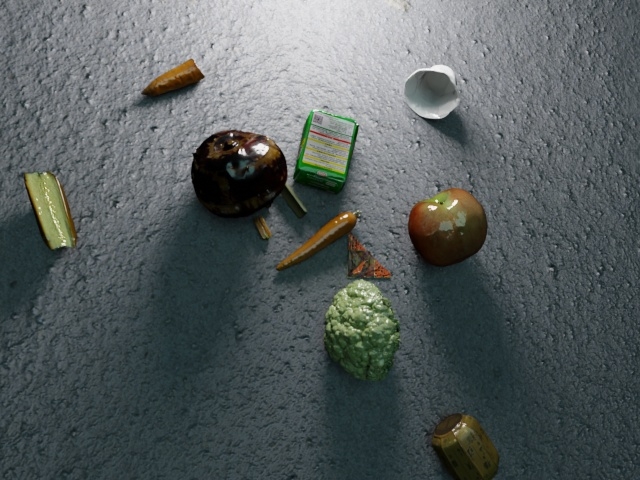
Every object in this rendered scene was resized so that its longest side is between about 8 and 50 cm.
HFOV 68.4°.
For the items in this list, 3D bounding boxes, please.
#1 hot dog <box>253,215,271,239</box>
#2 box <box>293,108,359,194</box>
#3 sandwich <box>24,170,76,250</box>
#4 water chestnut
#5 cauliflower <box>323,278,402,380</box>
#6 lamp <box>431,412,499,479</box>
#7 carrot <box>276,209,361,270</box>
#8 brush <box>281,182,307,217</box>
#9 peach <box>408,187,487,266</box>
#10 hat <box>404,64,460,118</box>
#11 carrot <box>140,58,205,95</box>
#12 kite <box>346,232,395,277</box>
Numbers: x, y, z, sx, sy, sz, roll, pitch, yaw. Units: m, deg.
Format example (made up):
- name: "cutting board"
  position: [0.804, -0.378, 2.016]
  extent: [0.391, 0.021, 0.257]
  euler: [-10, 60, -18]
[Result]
- name: "hot dog"
  position: [-0.183, -0.038, 1.479]
  extent: [0.037, 0.021, 0.083]
  euler: [-20, 82, -27]
- name: "box"
  position: [0.019, -0.293, 1.544]
  extent: [0.180, 0.103, 0.250]
  euler: [16, 73, -10]
- name: "sandwich"
  position: [-0.750, -0.074, 1.320]
  extent: [0.090, 0.088, 0.244]
  euler: [-18, 78, -25]
- name: "water chestnut"
  position: [-0.232, -0.182, 1.401]
  extent: [0.300, 0.300, 0.300]
  euler: [3, 77, -13]
- name: "cauliflower"
  position: [0.152, 0.270, 1.395]
  extent: [0.250, 0.272, 0.275]
  euler: [21, 87, -40]
- name: "lamp"
  position: [0.433, 0.626, 1.408]
  extent: [0.161, 0.161, 0.185]
  euler: [-35, 86, -18]
- name: "carrot"
  position: [0.000, 0.000, 1.493]
  extent: [0.336, 0.069, 0.069]
  euler: [-36, 88, -15]
- name: "brush"
  position: [-0.129, -0.197, 1.513]
  extent: [0.048, 0.054, 0.282]
  euler: [-34, 87, -37]
- name: "peach"
  position: [0.408, -0.037, 1.515]
  extent: [0.252, 0.252, 0.252]
  euler: [3, 77, -13]
- name: "hat"
  position: [0.410, -0.546, 1.673]
  extent: [0.203, 0.203, 0.126]
  euler: [36, 53, -3]
- name: "carrot"
  position: [-0.473, -0.505, 1.492]
  extent: [0.205, 0.072, 0.072]
  euler: [-32, 86, -16]
- name: "kite"
  position: [0.127, 0.079, 1.533]
  extent: [0.125, 0.008, 0.222]
  euler: [-43, 90, -18]
